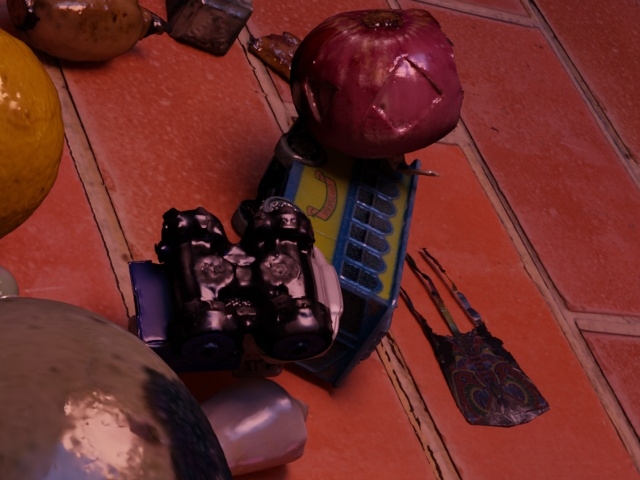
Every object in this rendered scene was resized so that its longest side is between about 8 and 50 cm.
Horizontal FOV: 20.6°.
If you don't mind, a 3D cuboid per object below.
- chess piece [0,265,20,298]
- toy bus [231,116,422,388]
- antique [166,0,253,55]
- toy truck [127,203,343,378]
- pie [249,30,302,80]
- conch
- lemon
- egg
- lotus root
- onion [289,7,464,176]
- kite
[{"bbox_3d":[-0.286,0.100,1.703,0.139,0.139,0.271,-7,41,-45],"label":"chess piece"},{"bbox_3d":[0.000,0.000,2.026,0.190,0.152,0.312,26,35,-9],"label":"toy bus"},{"bbox_3d":[-0.151,-0.336,2.351,0.088,0.086,0.183,17,39,-25],"label":"antique"},{"bbox_3d":[-0.090,0.076,1.807,0.213,0.177,0.161,-1,53,-13],"label":"toy truck"},{"bbox_3d":[-0.022,-0.231,2.386,0.170,0.034,0.092,40,38,7],"label":"pie"},{"bbox_3d":[-0.083,0.198,1.803,0.176,0.094,0.104,-27,80,-24],"label":"conch"},{"bbox_3d":[-0.393,-0.102,1.725,0.320,0.245,0.245,-17,60,-43],"label":"lemon"},{"bbox_3d":[-0.234,0.230,1.384,0.345,0.345,0.428,21,26,-21],"label":"egg"},{"bbox_3d":[-0.283,-0.277,2.143,0.221,0.118,0.125,1,79,-43],"label":"lotus root"},{"bbox_3d":[0.053,-0.181,2.015,0.200,0.200,0.207,11,49,-32],"label":"onion"},{"bbox_3d":[0.166,0.110,2.158,0.152,0.015,0.285,-5,52,-45],"label":"kite"}]
